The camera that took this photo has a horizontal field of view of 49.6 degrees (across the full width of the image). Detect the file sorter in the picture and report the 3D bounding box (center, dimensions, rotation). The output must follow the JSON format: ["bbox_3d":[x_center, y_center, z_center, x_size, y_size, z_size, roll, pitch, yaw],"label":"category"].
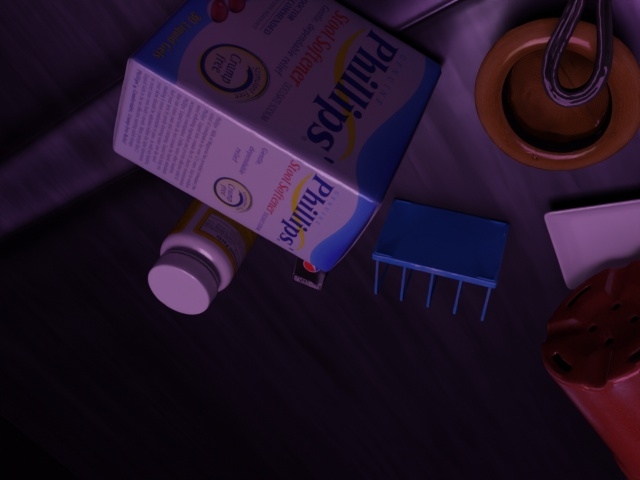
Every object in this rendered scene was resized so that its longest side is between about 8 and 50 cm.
[{"bbox_3d":[0.170,0.032,0.999,0.170,0.118,0.105,14,138,13],"label":"file sorter"}]

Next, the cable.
[{"bbox_3d":[0.261,-0.280,0.663,0.139,0.072,0.288,-9,113,17],"label":"cable"}]

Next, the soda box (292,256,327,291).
[{"bbox_3d":[0.000,0.000,1.089,0.053,0.060,0.169,20,135,4],"label":"soda box"}]

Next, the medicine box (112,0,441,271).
[{"bbox_3d":[-0.041,-0.157,0.807,0.289,0.264,0.149,29,141,-3],"label":"medicine box"}]

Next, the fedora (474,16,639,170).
[{"bbox_3d":[0.271,-0.172,0.785,0.194,0.079,0.194,13,136,13],"label":"fedora"}]

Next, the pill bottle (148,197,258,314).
[{"bbox_3d":[-0.172,0.005,1.067,0.119,0.209,0.119,13,135,14],"label":"pill bottle"}]

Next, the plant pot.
[{"bbox_3d":[0.447,0.184,0.897,0.265,0.272,0.272,43,134,-17],"label":"plant pot"}]

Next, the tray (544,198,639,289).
[{"bbox_3d":[0.443,-0.006,0.897,0.270,0.030,0.145,-8,126,31],"label":"tray"}]
